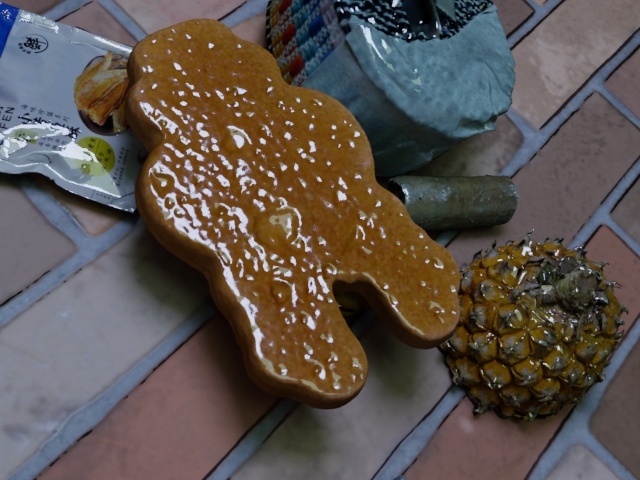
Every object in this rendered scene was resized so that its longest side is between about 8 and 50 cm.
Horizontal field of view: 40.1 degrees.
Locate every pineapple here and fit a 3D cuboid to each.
[{"bbox_3d":[0.200,0.060,0.758,0.176,0.137,0.161,-12,69,-25],"label":"pineapple"}]

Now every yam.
[{"bbox_3d":[0.123,-0.036,0.828,0.132,0.054,0.054,-4,66,-25],"label":"yam"}]

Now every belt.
[{"bbox_3d":[0.065,-0.186,0.827,0.207,0.150,0.257,-1,65,-33],"label":"belt"}]

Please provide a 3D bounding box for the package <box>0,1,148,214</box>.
[{"bbox_3d":[-0.219,-0.115,0.748,0.173,0.027,0.171,17,59,-17],"label":"package"}]

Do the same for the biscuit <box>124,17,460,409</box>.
[{"bbox_3d":[-0.035,-0.031,0.696,0.202,0.047,0.334,-31,81,-30],"label":"biscuit"}]

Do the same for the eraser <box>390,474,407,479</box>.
[{"bbox_3d":[0.055,0.232,0.678,0.019,0.027,0.099,25,57,-10],"label":"eraser"}]

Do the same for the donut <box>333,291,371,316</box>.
[{"bbox_3d":[0.000,0.000,0.757,0.152,0.058,0.152,9,62,-18],"label":"donut"}]
